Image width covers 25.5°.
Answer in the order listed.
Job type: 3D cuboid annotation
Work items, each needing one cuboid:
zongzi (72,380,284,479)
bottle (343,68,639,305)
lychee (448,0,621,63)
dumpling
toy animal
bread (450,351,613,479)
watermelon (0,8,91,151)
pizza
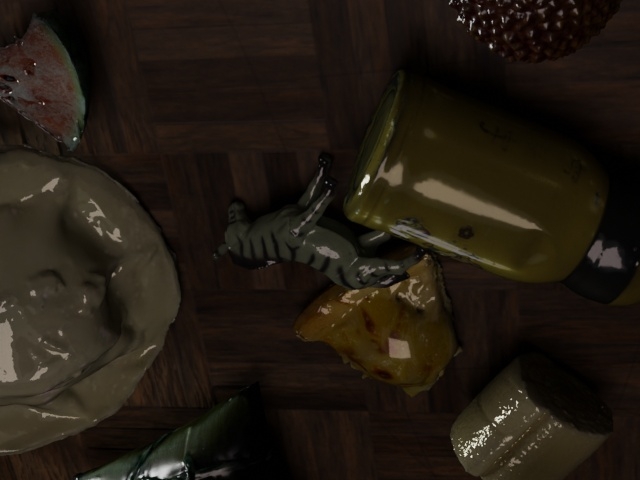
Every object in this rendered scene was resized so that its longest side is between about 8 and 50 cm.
[{"bbox_3d":[-0.100,0.409,1.904,0.319,0.362,0.383,-24,80,28],"label":"zongzi"},{"bbox_3d":[0.211,-0.038,1.494,0.351,0.171,0.171,22,128,-6],"label":"bottle"},{"bbox_3d":[0.203,-0.252,1.331,0.188,0.188,0.188,6,127,7],"label":"lychee"},{"bbox_3d":[-0.325,0.062,1.695,0.316,0.233,0.395,-12,114,-18],"label":"dumpling"},{"bbox_3d":[-0.002,0.002,1.616,0.217,0.073,0.176,32,120,-4],"label":"toy animal"},{"bbox_3d":[0.254,0.222,1.703,0.148,0.134,0.141,25,124,-23],"label":"bread"},{"bbox_3d":[-0.311,-0.190,1.554,0.139,0.071,0.187,12,136,11],"label":"watermelon"},{"bbox_3d":[0.095,0.100,1.678,0.188,0.080,0.204,35,124,-14],"label":"pizza"}]
